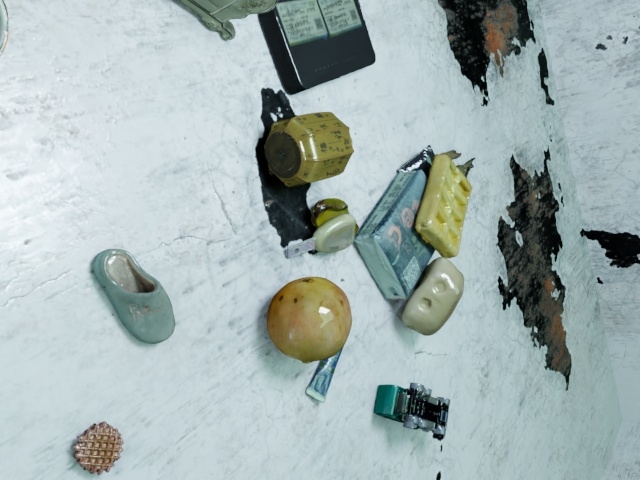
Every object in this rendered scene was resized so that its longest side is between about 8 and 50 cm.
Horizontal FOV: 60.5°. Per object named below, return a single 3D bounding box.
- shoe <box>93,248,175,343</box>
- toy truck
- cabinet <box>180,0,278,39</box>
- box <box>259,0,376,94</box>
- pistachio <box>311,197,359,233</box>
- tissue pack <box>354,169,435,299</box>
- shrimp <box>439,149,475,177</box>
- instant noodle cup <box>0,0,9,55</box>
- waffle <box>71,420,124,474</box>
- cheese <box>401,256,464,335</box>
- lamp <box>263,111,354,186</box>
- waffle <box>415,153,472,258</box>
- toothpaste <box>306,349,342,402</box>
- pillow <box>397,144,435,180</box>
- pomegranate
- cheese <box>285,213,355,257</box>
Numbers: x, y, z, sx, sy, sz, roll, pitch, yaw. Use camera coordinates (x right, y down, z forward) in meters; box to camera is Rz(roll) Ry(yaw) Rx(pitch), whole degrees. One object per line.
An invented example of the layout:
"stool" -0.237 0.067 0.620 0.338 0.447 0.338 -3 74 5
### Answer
"shoe" -0.306 0.096 0.935 0.079 0.078 0.195 -47 116 -41
"toy truck" 0.249 0.451 1.479 0.253 0.124 0.114 33 63 -43
"cabinet" -0.181 -0.569 0.988 0.318 0.290 0.227 24 68 -45
"box" 0.005 -0.502 1.360 0.350 0.058 0.211 -35 109 -44
"pistachio" 0.033 -0.059 1.345 0.173 0.049 0.089 26 98 -49
"tissue pack" 0.236 -0.020 1.530 0.315 0.103 0.227 -53 126 -36
"shrimp" 0.424 -0.231 1.798 0.145 0.059 0.254 49 57 -20
"instant noodle cup" -0.504 -0.261 0.679 0.213 0.174 0.213 7 81 -48
"waffle" -0.359 0.334 0.887 0.075 0.029 0.083 -48 118 -40
"cheese" 0.316 0.152 1.528 0.117 0.235 0.218 31 35 6
"lamp" -0.025 -0.205 1.225 0.185 0.161 0.161 -27 106 -47
"waffle" 0.350 -0.099 1.539 0.168 0.057 0.274 44 54 -36
"toothpaste" 0.023 0.286 1.313 0.057 0.035 0.197 37 60 -21
"pillow" 0.326 -0.173 1.663 0.141 0.055 0.208 -42 120 -14
"pomegranate" -0.018 0.169 1.170 0.191 0.191 0.191 7 81 -48
"cheese" 0.000 0.000 1.290 0.192 0.037 0.096 -21 131 -30
